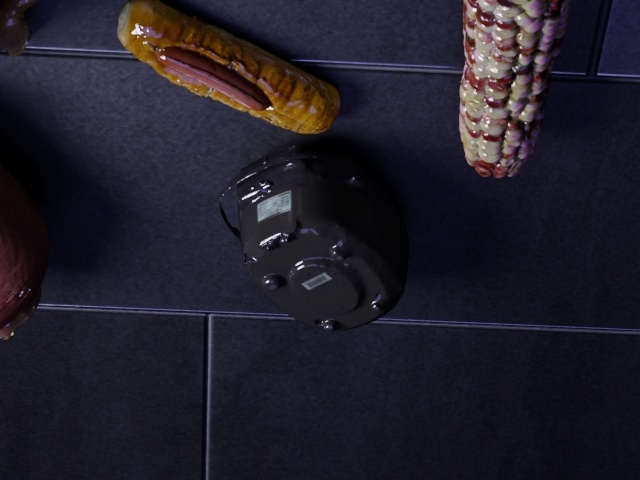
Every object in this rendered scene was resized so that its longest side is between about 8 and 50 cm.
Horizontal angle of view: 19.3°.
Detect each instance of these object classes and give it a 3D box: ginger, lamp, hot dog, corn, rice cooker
[{"bbox_3d":[-0.271,-0.179,1.617,0.097,0.030,0.048,-30,100,24],"label":"ginger"},{"bbox_3d":[-0.350,-0.008,1.700,0.180,0.180,0.258,-21,133,21],"label":"lamp"},{"bbox_3d":[-0.081,-0.144,1.639,0.215,0.047,0.066,26,133,-23],"label":"hot dog"},{"bbox_3d":[0.159,-0.169,1.587,0.092,0.092,0.280,2,139,-2],"label":"corn"},{"bbox_3d":[-0.001,-0.001,1.731,0.142,0.118,0.203,-26,133,25],"label":"rice cooker"}]
